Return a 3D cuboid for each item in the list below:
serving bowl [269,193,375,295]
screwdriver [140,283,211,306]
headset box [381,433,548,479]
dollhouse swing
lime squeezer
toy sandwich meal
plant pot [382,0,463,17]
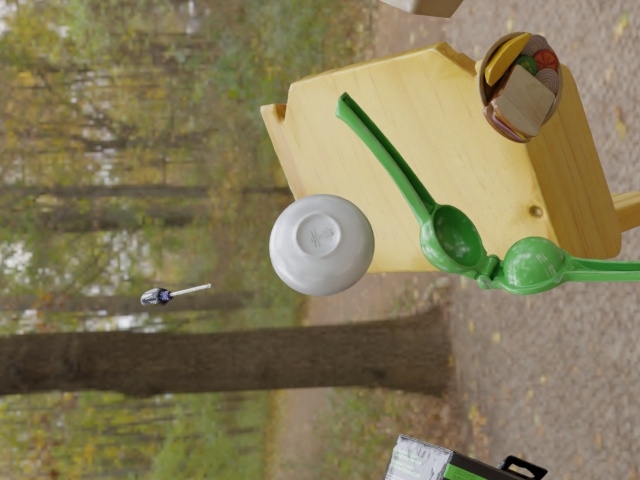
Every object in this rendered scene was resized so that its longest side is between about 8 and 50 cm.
[{"bbox_3d":[0.000,0.000,0.786,0.027,0.083,0.083,71,-166,-71],"label":"serving bowl"},{"bbox_3d":[-0.175,0.064,1.211,0.170,0.025,0.024,-14,94,59],"label":"screwdriver"},{"bbox_3d":[0.169,0.369,1.087,0.283,0.246,0.131,-67,19,-11],"label":"headset box"},{"bbox_3d":[0.190,-0.106,1.193,0.347,0.305,0.315,-4,113,48],"label":"dollhouse swing"},{"bbox_3d":[0.146,-0.009,0.777,0.059,0.310,0.110,-44,-24,-62],"label":"lime squeezer"},{"bbox_3d":[0.156,-0.119,0.773,0.029,0.086,0.085,-168,76,-67],"label":"toy sandwich meal"},{"bbox_3d":[0.112,-0.306,1.128,0.109,0.109,0.096,33,116,36],"label":"plant pot"}]
